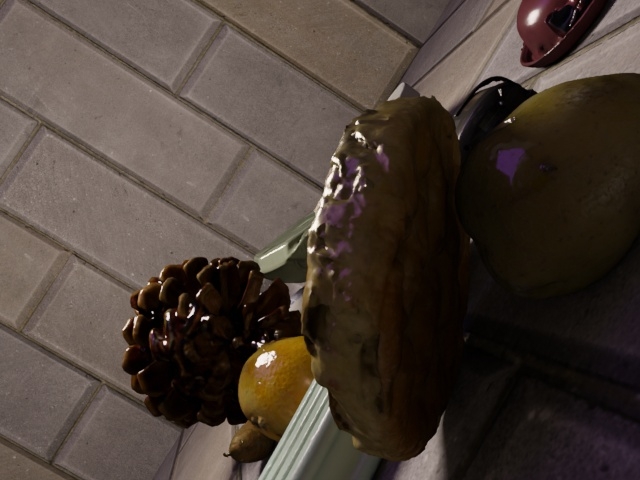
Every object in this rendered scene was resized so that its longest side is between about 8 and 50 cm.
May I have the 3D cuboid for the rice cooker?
[{"bbox_3d":[0.226,-0.135,0.867,0.165,0.112,0.106,-60,11,7],"label":"rice cooker"}]

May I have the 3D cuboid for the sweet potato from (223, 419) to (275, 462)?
[{"bbox_3d":[-0.119,0.374,1.256,0.074,0.075,0.269,-57,-6,6],"label":"sweet potato"}]

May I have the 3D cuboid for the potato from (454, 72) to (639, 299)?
[{"bbox_3d":[0.206,-0.048,0.534,0.194,0.157,0.157,-36,10,8],"label":"potato"}]

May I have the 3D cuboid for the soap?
[{"bbox_3d":[0.027,0.217,0.787,0.265,0.088,0.160,-60,7,-18],"label":"soap"}]

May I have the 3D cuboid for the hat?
[{"bbox_3d":[0.364,-0.363,1.016,0.205,0.089,0.205,-56,7,11],"label":"hat"}]

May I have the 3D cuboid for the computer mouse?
[{"bbox_3d":[0.003,0.002,1.719,0.429,0.145,0.228,-39,9,-38],"label":"computer mouse"}]

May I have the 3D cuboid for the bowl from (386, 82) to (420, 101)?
[{"bbox_3d":[0.167,-0.200,1.493,0.287,0.144,0.287,-56,6,10],"label":"bowl"}]

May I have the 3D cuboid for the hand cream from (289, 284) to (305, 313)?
[{"bbox_3d":[-0.042,0.159,1.729,0.248,0.083,0.133,-49,5,-32],"label":"hand cream"}]

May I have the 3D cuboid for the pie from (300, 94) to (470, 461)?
[{"bbox_3d":[0.076,0.031,0.585,0.339,0.083,0.339,3,-90,-68],"label":"pie"}]

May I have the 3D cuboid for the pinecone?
[{"bbox_3d":[-0.215,0.213,1.444,0.397,0.398,0.398,-57,6,10],"label":"pinecone"}]

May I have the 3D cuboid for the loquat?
[{"bbox_3d":[-0.043,0.235,1.013,0.172,0.149,0.204,-34,48,16],"label":"loquat"}]
